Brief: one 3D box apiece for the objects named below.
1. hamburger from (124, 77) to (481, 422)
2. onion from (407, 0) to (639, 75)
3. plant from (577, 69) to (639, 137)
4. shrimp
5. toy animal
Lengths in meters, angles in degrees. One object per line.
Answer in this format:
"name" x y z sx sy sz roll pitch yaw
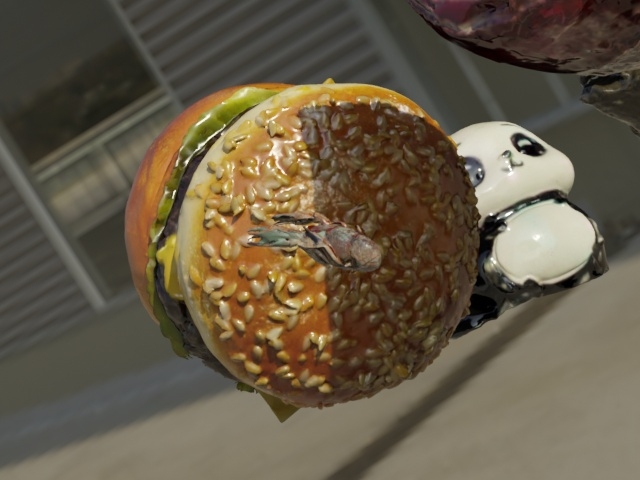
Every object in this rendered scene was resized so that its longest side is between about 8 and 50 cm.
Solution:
"hamburger" -0.012 0.001 1.459 0.291 0.291 0.225 -34 24 -19
"onion" 0.189 -0.165 1.136 0.280 0.146 0.314 16 -13 -32
"plant" 0.338 -0.197 1.898 0.132 0.194 0.129 -27 40 27
"shrimp" -0.001 -0.002 1.163 0.092 0.029 0.038 14 37 14
"toy animal" 0.159 -0.019 1.623 0.166 0.179 0.138 -18 -9 -23
